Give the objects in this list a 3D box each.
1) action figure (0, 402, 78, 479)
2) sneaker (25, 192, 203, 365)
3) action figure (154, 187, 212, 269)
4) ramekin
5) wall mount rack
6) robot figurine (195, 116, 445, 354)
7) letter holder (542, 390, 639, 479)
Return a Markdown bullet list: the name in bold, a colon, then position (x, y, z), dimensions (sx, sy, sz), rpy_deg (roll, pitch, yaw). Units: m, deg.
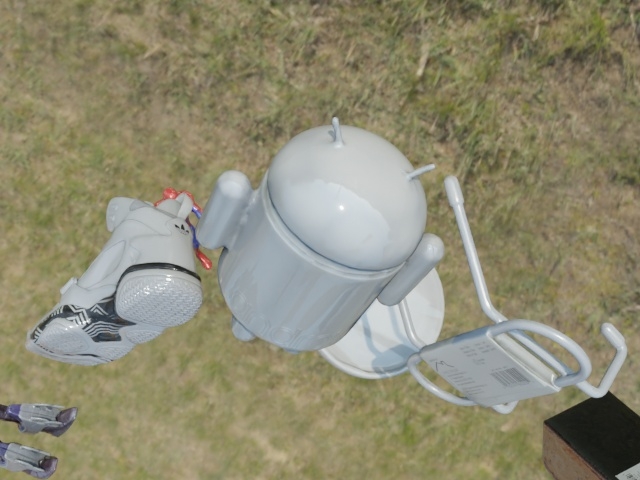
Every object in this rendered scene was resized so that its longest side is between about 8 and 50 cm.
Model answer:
- **action figure**: position (-0.495, 0.243, 1.153), dimensions (0.285, 0.185, 0.099), rpy_deg (24, 155, -28)
- **sneaker**: position (-0.329, 0.063, 1.348), dimensions (0.366, 0.210, 0.137), rpy_deg (-25, 140, 31)
- **action figure**: position (-0.236, 0.010, 1.522), dimensions (0.139, 0.091, 0.280), rpy_deg (52, 163, 27)
- **ramekin**: position (0.082, 0.123, 1.546), dimensions (0.273, 0.273, 0.127), rpy_deg (34, 161, -8)
- **wall mount rack**: position (0.199, 0.090, 1.058), dimensions (0.304, 0.130, 0.350), rpy_deg (40, 154, -6)
- **robot figurine**: position (0.000, 0.000, 1.030), dimensions (0.300, 0.199, 0.353), rpy_deg (14, 136, -19)
- **letter holder**: position (0.539, 0.450, 1.449), dimensions (0.302, 0.152, 0.214), rpy_deg (44, 148, 50)
